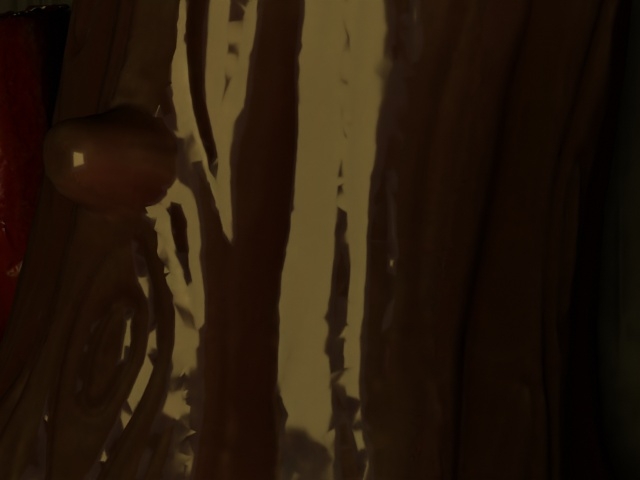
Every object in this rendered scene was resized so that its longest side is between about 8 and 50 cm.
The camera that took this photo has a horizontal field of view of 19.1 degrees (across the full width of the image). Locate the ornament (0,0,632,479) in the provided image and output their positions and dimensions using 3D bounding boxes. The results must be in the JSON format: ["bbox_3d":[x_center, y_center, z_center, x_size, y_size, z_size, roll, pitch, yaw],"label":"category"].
[{"bbox_3d":[0.000,0.000,0.616,0.235,0.221,0.217,8,93,-18],"label":"ornament"}]

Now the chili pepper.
[{"bbox_3d":[-0.123,-0.005,0.735,0.065,0.088,0.169,-5,101,6],"label":"chili pepper"}]
